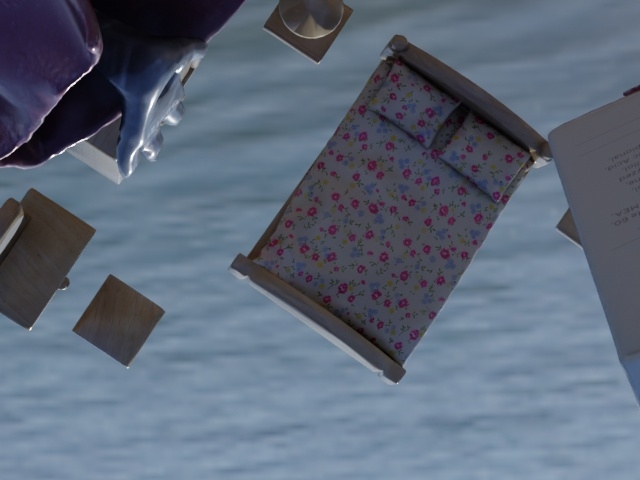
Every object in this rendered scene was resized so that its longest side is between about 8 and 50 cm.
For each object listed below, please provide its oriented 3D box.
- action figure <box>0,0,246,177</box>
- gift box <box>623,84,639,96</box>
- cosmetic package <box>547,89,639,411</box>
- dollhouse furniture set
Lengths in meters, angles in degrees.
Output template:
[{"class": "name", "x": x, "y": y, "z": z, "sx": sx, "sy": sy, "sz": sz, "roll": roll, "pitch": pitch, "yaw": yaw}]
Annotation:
[{"class": "action figure", "x": -0.185, "y": -0.193, "z": 0.797, "sx": 0.370, "sy": 0.248, "sz": 0.276, "roll": 43, "pitch": 180, "yaw": 8}, {"class": "gift box", "x": 0.325, "y": -0.114, "z": 1.069, "sx": 0.276, "sy": 0.258, "sz": 0.255, "roll": -11, "pitch": 128, "yaw": -15}, {"class": "cosmetic package", "x": 0.203, "y": 0.025, "z": 0.839, "sx": 0.151, "sy": 0.183, "sz": 0.151, "roll": -23, "pitch": 121, "yaw": 11}, {"class": "dollhouse furniture set", "x": 0.000, "y": 0.000, "z": 1.276, "sx": 0.355, "sy": 0.303, "sz": 0.174, "roll": 34, "pitch": 173, "yaw": -2}]
